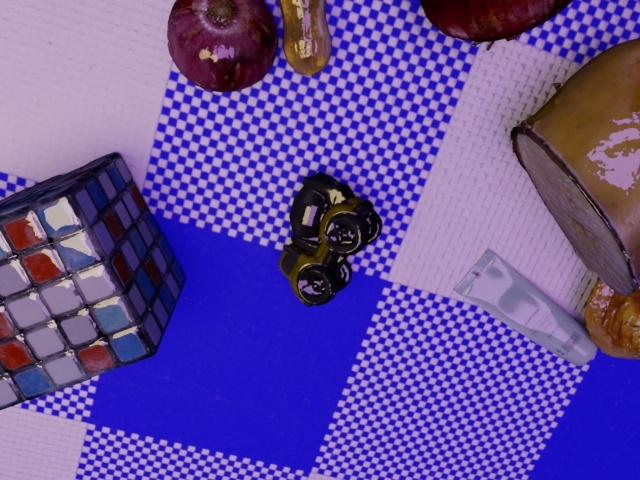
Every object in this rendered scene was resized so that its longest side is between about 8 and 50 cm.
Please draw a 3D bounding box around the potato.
[{"bbox_3d":[0.532,-0.128,0.956,0.296,0.290,0.397,-37,105,10],"label":"potato"}]

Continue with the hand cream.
[{"bbox_3d":[0.432,0.150,1.179,0.321,0.067,0.109,34,106,-10],"label":"hand cream"}]

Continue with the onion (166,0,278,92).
[{"bbox_3d":[-0.154,-0.323,0.919,0.177,0.153,0.177,1,96,7],"label":"onion"}]

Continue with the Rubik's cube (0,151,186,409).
[{"bbox_3d":[-0.431,0.054,0.965,0.292,0.287,0.293,-19,110,3],"label":"Rubik's cube"}]

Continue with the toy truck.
[{"bbox_3d":[0.000,0.000,1.061,0.165,0.147,0.224,33,109,11],"label":"toy truck"}]

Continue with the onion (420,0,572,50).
[{"bbox_3d":[0.284,-0.394,0.869,0.273,0.273,0.285,-28,135,7],"label":"onion"}]

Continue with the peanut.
[{"bbox_3d":[-0.026,-0.374,0.938,0.087,0.087,0.206,-7,112,-1],"label":"peanut"}]

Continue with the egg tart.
[{"bbox_3d":[0.636,0.127,1.152,0.241,0.106,0.240,0,111,0],"label":"egg tart"}]
